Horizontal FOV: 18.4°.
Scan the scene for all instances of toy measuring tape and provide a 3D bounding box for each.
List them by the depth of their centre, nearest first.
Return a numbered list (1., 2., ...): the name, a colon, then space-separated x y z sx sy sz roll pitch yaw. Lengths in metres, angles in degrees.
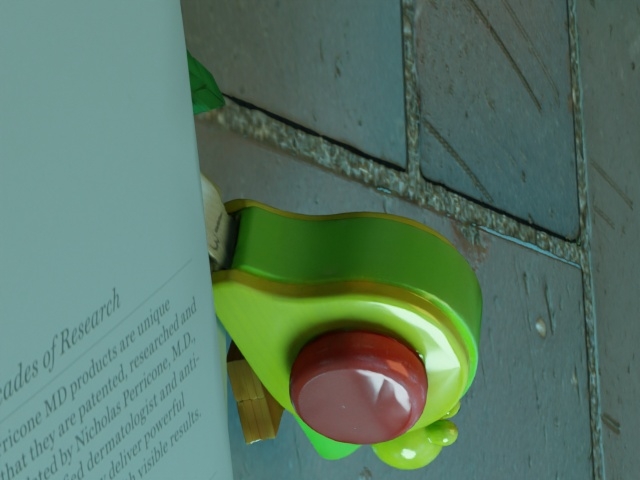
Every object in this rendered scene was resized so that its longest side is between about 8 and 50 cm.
1. toy measuring tape: 0.000 0.000 0.961 0.330 0.121 0.121 59 35 -37

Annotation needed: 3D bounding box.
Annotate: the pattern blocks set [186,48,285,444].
1. pattern blocks set: -0.086 0.028 0.919 0.285 0.026 0.325 52 32 -48

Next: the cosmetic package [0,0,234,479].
1. cosmetic package: -0.154 0.006 0.552 0.156 0.217 0.385 -46 133 -57
